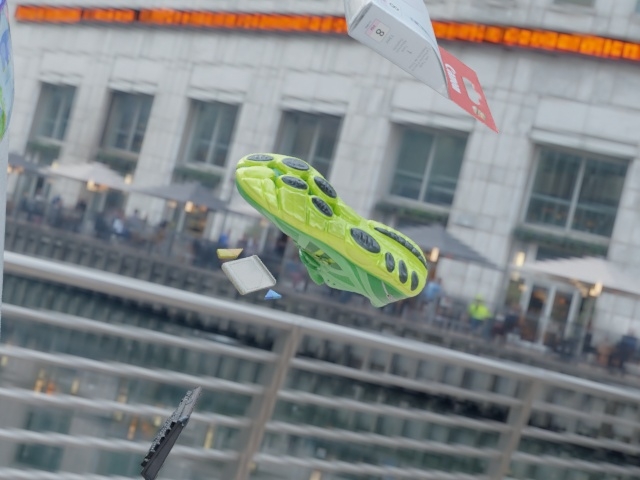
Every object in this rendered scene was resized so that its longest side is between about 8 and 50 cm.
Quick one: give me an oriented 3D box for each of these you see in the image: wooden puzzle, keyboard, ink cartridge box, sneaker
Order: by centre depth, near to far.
[{"bbox_3d":[-0.167,0.215,1.327,0.023,0.108,0.180,29,3,-2],"label":"keyboard"},{"bbox_3d":[0.131,-0.250,1.523,0.232,0.066,0.189,27,27,-19],"label":"ink cartridge box"},{"bbox_3d":[0.000,0.000,1.618,0.295,0.109,0.123,36,-48,-14],"label":"sneaker"},{"bbox_3d":[-0.119,0.057,2.031,0.078,0.014,0.116,-10,53,-36],"label":"wooden puzzle"}]

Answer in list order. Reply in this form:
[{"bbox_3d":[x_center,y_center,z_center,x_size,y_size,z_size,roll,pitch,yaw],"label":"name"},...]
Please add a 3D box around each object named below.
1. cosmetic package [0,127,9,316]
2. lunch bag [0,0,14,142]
[{"bbox_3d":[-0.532,0.065,1.596,0.161,0.453,0.230,18,37,8],"label":"cosmetic package"},{"bbox_3d":[-0.314,-0.122,0.996,0.090,0.176,0.219,5,39,2],"label":"lunch bag"}]
